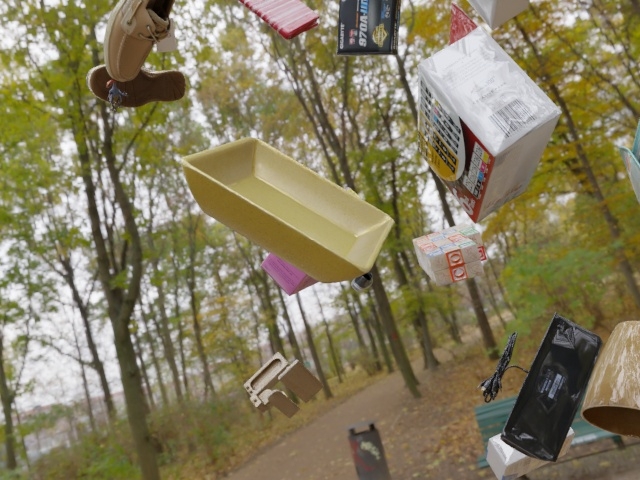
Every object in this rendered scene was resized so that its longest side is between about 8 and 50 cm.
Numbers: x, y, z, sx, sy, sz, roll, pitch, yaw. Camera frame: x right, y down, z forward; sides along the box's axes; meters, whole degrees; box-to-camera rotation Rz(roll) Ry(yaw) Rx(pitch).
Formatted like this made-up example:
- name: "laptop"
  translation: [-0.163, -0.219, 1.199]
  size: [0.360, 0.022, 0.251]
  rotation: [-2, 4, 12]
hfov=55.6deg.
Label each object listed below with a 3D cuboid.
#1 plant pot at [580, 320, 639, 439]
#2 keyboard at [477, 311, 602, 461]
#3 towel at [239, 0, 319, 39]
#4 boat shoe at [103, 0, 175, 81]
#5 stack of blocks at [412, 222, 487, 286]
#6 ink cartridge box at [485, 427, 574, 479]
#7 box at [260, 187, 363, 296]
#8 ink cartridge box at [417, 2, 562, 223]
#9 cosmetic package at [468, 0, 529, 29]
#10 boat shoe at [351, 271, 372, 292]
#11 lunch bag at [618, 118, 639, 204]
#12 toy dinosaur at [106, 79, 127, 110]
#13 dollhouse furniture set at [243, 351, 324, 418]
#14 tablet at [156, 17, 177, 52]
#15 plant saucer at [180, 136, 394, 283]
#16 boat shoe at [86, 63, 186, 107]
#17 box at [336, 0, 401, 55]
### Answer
- name: "plant pot"
  translation: [0.801, 0.343, 1.532]
  size: [0.237, 0.254, 0.237]
  rotation: [17, -26, 9]
- name: "keyboard"
  translation: [0.465, 0.297, 1.311]
  size: [0.317, 0.201, 0.033]
  rotation: [-56, -13, -23]
- name: "towel"
  translation: [-0.149, -0.682, 1.734]
  size: [0.199, 0.275, 0.031]
  rotation: [-48, -4, -47]
- name: "boat shoe"
  translation: [-0.431, -0.542, 1.487]
  size: [0.121, 0.110, 0.341]
  rotation: [-19, -43, -62]
- name: "stack of blocks"
  translation: [0.374, 0.035, 1.717]
  size: [0.171, 0.087, 0.297]
  rotation: [-17, 9, 3]
- name: "ink cartridge box"
  translation: [0.551, 0.545, 1.605]
  size: [0.203, 0.086, 0.148]
  rotation: [-22, -40, -9]
- name: "box"
  translation: [0.000, 0.000, 1.567]
  size: [0.243, 0.117, 0.213]
  rotation: [-53, -16, 27]
- name: "ink cartridge box"
  translation: [0.261, -0.214, 1.086]
  size: [0.130, 0.272, 0.309]
  rotation: [-33, -20, -3]
- name: "cosmetic package"
  translation: [0.492, -0.776, 1.741]
  size: [0.138, 0.224, 0.225]
  rotation: [-33, -18, 2]
- name: "boat shoe"
  translation: [0.115, 0.098, 1.565]
  size: [0.040, 0.049, 0.142]
  rotation: [-52, -5, 17]
- name: "lunch bag"
  translation: [0.526, -0.102, 0.833]
  size: [0.160, 0.223, 0.262]
  rotation: [9, -56, 1]
- name: "toy dinosaur"
  translation: [-0.527, -0.370, 1.534]
  size: [0.047, 0.090, 0.082]
  rotation: [-25, -50, -32]
- name: "dollhouse furniture set"
  translation: [-0.109, 0.307, 1.370]
  size: [0.144, 0.151, 0.123]
  rotation: [-43, -47, -7]
- name: "tablet"
  translation: [-0.404, -0.535, 1.580]
  size: [0.054, 0.083, 0.006]
  rotation: [-15, 33, -25]
- name: "plant saucer"
  translation: [-0.050, -0.051, 1.057]
  size: [0.081, 0.332, 0.333]
  rotation: [-61, -4, 21]
- name: "boat shoe"
  translation: [-0.556, -0.464, 1.786]
  size: [0.123, 0.123, 0.342]
  rotation: [17, 22, 29]
- name: "box"
  translation: [0.139, -0.643, 1.734]
  size: [0.175, 0.220, 0.051]
  rotation: [8, 11, 26]
